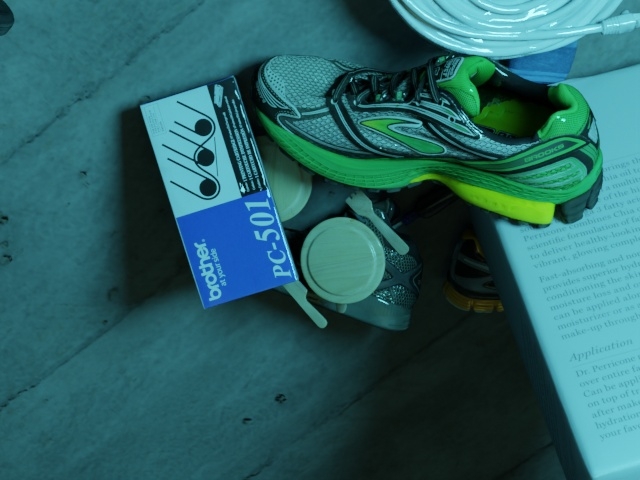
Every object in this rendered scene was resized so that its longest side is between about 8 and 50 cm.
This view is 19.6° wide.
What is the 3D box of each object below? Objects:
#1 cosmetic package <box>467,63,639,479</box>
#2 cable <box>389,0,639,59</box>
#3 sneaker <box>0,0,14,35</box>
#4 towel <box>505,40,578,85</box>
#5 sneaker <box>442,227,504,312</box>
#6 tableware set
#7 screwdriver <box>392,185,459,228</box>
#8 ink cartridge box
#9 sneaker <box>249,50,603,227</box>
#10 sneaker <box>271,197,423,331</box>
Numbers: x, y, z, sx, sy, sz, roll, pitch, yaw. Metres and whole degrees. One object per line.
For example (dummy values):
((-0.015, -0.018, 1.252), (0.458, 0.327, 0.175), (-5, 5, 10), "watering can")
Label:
((0.296, 0.054, 1.747), (0.230, 0.453, 0.161), (-15, 139, -1), "cosmetic package")
((0.171, -0.292, 1.697), (0.257, 0.089, 0.257), (-15, 116, 1), "cable")
((-0.329, -0.257, 1.654), (0.170, 0.051, 0.089), (32, 118, -25), "sneaker")
((0.224, -0.209, 1.820), (0.067, 0.029, 0.119), (4, 125, -14), "towel")
((0.239, 0.027, 1.960), (0.215, 0.084, 0.083), (-3, 121, -9), "sneaker")
((-0.011, -0.022, 1.829), (0.128, 0.039, 0.194), (-42, 84, 18), "tableware set")
((0.075, -0.011, 1.933), (0.170, 0.025, 0.024), (-35, 124, 12), "screwdriver")
((-0.097, -0.047, 1.793), (0.097, 0.046, 0.207), (-17, 93, 1), "ink cartridge box")
((0.098, -0.128, 1.727), (0.343, 0.134, 0.146), (11, 141, 14), "sneaker")
((0.000, 0.000, 1.894), (0.227, 0.087, 0.130), (17, 97, -3), "sneaker")
